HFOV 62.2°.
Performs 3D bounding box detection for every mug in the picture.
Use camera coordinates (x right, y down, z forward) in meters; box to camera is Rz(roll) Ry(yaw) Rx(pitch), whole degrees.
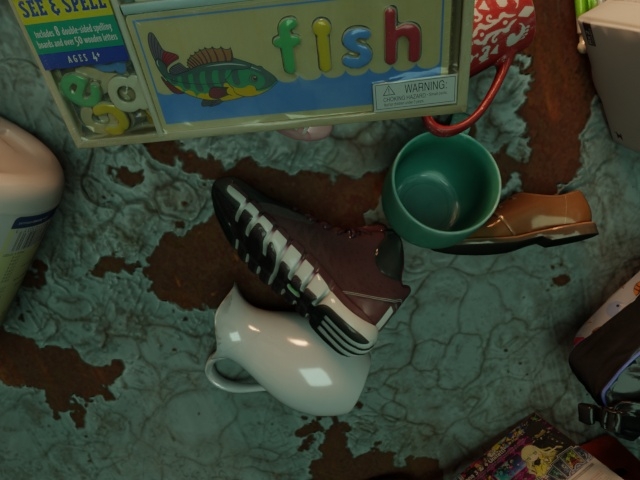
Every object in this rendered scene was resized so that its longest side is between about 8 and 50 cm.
[{"bbox_3d":[0.150,-0.212,0.610,0.169,0.113,0.150,-26,114,0],"label":"mug"},{"bbox_3d":[0.150,-0.063,0.651,0.157,0.097,0.129,-37,80,-14],"label":"mug"}]

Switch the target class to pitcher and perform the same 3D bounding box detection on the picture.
[{"bbox_3d":[-0.051,0.169,0.720,0.207,0.126,0.178,23,126,0],"label":"pitcher"}]

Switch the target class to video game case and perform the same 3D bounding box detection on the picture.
[{"bbox_3d":[0.279,0.366,0.721,0.232,0.210,0.042,-36,108,-7],"label":"video game case"}]

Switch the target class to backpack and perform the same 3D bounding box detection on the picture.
[{"bbox_3d":[0.497,0.170,0.698,0.263,0.213,0.276,40,108,-6],"label":"backpack"}]

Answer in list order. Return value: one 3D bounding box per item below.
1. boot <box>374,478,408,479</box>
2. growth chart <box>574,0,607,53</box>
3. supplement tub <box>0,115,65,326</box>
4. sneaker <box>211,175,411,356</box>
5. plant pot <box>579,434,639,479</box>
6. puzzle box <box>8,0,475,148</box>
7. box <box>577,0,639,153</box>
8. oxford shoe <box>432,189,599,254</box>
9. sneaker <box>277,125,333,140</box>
[{"bbox_3d":[0.021,0.505,0.768,0.338,0.223,0.118,-29,106,6],"label":"boot"},{"bbox_3d":[0.399,-0.345,0.622,0.237,0.021,0.172,-21,109,1],"label":"growth chart"},{"bbox_3d":[-0.453,0.017,0.575,0.235,0.235,0.325,29,104,-12],"label":"supplement tub"},{"bbox_3d":[0.000,0.000,0.681,0.162,0.106,0.281,-39,81,-29],"label":"sneaker"},{"bbox_3d":[0.429,0.458,0.774,0.267,0.267,0.236,-28,95,5],"label":"plant pot"},{"bbox_3d":[-0.068,-0.227,0.468,0.408,0.052,0.272,-5,129,5],"label":"puzzle box"},{"bbox_3d":[0.403,-0.183,0.576,0.119,0.182,0.181,-32,119,7],"label":"box"},{"bbox_3d":[0.247,-0.023,0.704,0.212,0.076,0.076,-9,78,3],"label":"oxford shoe"},{"bbox_3d":[-0.046,-0.152,0.632,0.134,0.070,0.051,20,104,-11],"label":"sneaker"}]
